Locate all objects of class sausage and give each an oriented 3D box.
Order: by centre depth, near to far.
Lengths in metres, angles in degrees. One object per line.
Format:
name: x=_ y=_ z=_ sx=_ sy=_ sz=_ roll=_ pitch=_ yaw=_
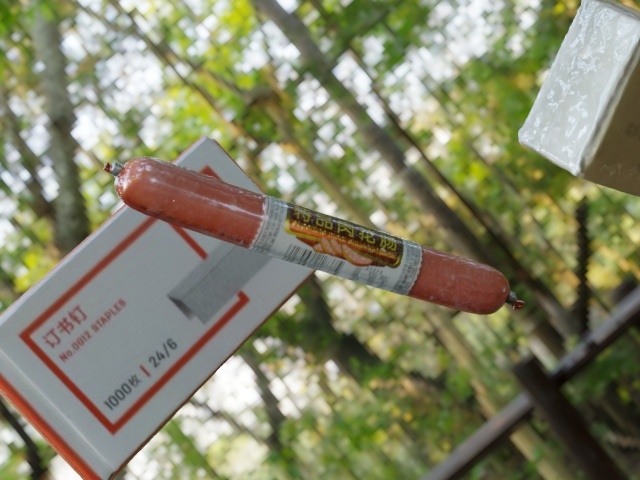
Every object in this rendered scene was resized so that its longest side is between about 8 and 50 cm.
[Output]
sausage: x=0.000 y=0.000 z=0.937 sx=0.034 sy=0.253 sz=0.034 roll=-163 pitch=90 yaw=-73

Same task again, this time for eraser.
eraser: x=0.318 y=-0.106 z=1.490 sx=0.343 sy=0.078 sz=0.144 roll=12 pitch=-73 yaw=-49

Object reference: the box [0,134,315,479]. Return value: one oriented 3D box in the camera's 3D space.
box: x=-0.111 y=0.046 z=1.091 sx=0.229 sy=0.123 sz=0.050 roll=-44 pitch=2 yaw=-32
